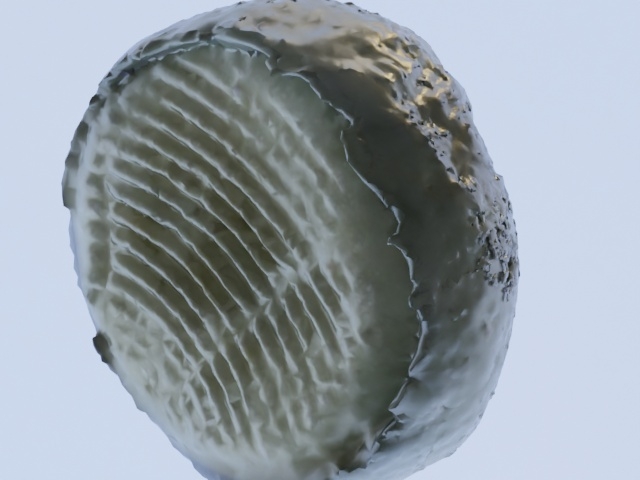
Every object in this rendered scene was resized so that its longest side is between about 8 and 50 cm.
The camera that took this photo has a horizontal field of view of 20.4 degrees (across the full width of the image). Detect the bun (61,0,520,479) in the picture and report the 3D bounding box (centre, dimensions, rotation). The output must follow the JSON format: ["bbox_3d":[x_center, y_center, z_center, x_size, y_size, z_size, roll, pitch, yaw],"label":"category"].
[{"bbox_3d":[0.000,0.000,0.894,0.152,0.259,0.259,-19,-111,-48],"label":"bun"}]
